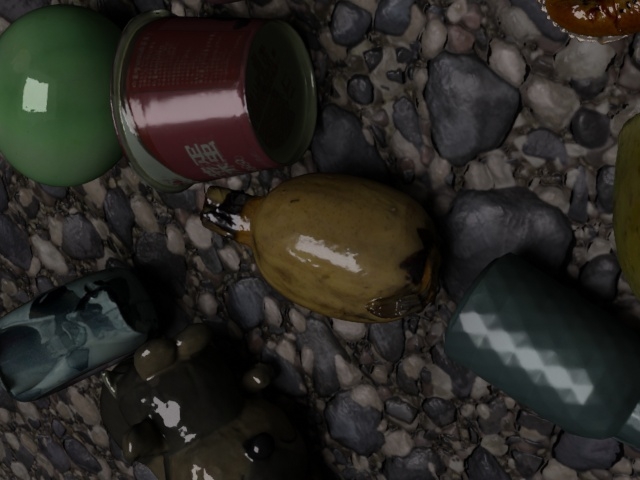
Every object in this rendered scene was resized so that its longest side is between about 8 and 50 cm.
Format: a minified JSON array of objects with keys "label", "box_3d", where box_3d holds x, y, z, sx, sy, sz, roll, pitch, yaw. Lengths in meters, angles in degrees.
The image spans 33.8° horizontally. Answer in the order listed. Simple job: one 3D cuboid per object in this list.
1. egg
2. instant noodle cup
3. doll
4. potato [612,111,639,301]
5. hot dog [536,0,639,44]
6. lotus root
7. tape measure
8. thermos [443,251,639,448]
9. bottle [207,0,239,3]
[{"label":"egg","box_3d":[-0.356,-0.198,1.466,0.220,0.220,0.270,38,141,16]},{"label":"instant noodle cup","box_3d":[-0.123,-0.177,1.308,0.178,0.235,0.235,0,111,28]},{"label":"doll","box_3d":[-0.161,0.312,1.611,0.382,0.252,0.378,58,166,-1]},{"label":"potato","box_3d":[0.403,0.005,0.922,0.330,0.213,0.280,-4,85,32]},{"label":"hot dog","box_3d":[0.327,-0.279,1.006,0.268,0.075,0.144,-24,93,39]},{"label":"lotus root","box_3d":[0.000,0.000,1.302,0.310,0.183,0.183,14,121,12]},{"label":"tape measure","box_3d":[-0.381,0.139,1.616,0.147,0.256,0.275,64,168,3]},{"label":"thermos","box_3d":[0.291,0.151,1.207,0.286,0.145,0.182,34,160,18]},{"label":"bottle","box_3d":[-0.128,-0.404,1.267,0.110,0.110,0.233,2,112,36]}]
